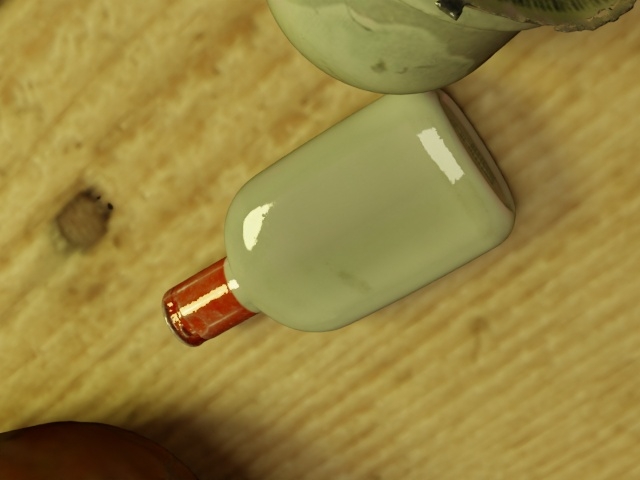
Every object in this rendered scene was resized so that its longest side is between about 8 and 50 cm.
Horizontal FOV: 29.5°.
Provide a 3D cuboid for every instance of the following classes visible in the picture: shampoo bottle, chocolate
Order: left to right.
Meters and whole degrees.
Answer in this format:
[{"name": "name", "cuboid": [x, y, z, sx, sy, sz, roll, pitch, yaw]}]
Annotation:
[{"name": "shampoo bottle", "cuboid": [0.000, 0.000, 0.717, 0.221, 0.051, 0.108, -30, 101, 24]}, {"name": "chocolate", "cuboid": [0.039, -0.155, 0.598, 0.221, 0.221, 0.147, 48, 141, -3]}]

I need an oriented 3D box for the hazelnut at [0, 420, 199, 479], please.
[{"name": "hazelnut", "cuboid": [-0.184, 0.300, 0.754, 0.366, 0.366, 0.366, 6, 111, 16]}]
